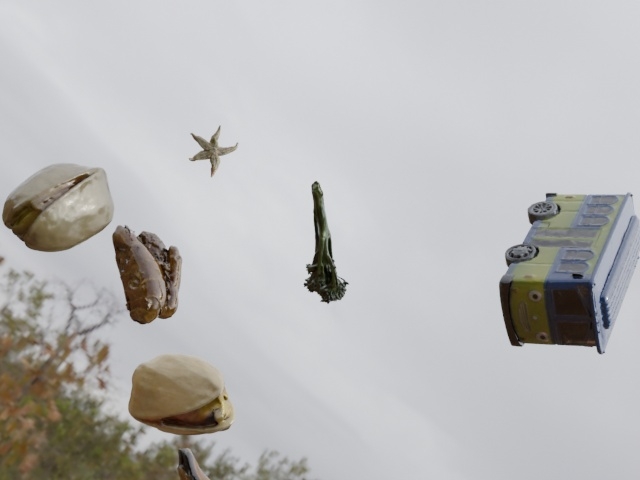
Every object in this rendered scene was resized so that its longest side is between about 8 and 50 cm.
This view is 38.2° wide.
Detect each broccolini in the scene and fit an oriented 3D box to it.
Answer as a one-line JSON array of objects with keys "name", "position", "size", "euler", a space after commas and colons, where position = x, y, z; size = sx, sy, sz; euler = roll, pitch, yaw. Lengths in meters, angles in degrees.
[{"name": "broccolini", "position": [-0.007, 0.006, 1.418], "size": [0.074, 0.058, 0.201], "euler": [13, -50, 38]}]

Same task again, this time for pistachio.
[{"name": "pistachio", "position": [-0.317, -0.041, 1.125], "size": [0.113, 0.149, 0.113], "euler": [7, -67, 18]}, {"name": "pistachio", "position": [-0.254, 0.288, 1.698], "size": [0.229, 0.157, 0.157], "euler": [4, -35, 39]}]

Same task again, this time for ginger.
[{"name": "ginger", "position": [-0.254, 0.048, 1.406], "size": [0.073, 0.162, 0.103], "euler": [-29, -20, 31]}]

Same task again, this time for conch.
[{"name": "conch", "position": [-0.242, 0.536, 1.859], "size": [0.086, 0.233, 0.080], "euler": [-1, -10, -13]}]

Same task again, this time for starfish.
[{"name": "starfish", "position": [-0.174, -0.144, 1.510], "size": [0.016, 0.092, 0.086], "euler": [-43, -117, 62]}]

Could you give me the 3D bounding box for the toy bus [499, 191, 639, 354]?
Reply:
[{"name": "toy bus", "position": [0.406, 0.045, 1.491], "size": [0.175, 0.288, 0.138], "euler": [2, -57, 30]}]
